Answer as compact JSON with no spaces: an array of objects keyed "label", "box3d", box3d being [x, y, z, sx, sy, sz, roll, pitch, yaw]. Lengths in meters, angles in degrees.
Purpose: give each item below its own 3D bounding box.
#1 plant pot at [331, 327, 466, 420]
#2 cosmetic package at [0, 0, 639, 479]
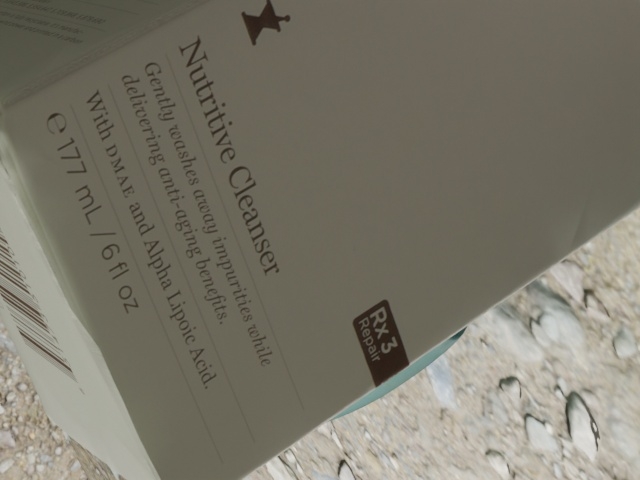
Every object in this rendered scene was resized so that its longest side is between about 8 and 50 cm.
[{"label":"plant pot","box3d":[0.000,0.000,1.069,0.195,0.290,0.290,0,125,22]},{"label":"cosmetic package","box3d":[0.016,-0.071,0.756,0.156,0.385,0.217,24,141,55]}]
